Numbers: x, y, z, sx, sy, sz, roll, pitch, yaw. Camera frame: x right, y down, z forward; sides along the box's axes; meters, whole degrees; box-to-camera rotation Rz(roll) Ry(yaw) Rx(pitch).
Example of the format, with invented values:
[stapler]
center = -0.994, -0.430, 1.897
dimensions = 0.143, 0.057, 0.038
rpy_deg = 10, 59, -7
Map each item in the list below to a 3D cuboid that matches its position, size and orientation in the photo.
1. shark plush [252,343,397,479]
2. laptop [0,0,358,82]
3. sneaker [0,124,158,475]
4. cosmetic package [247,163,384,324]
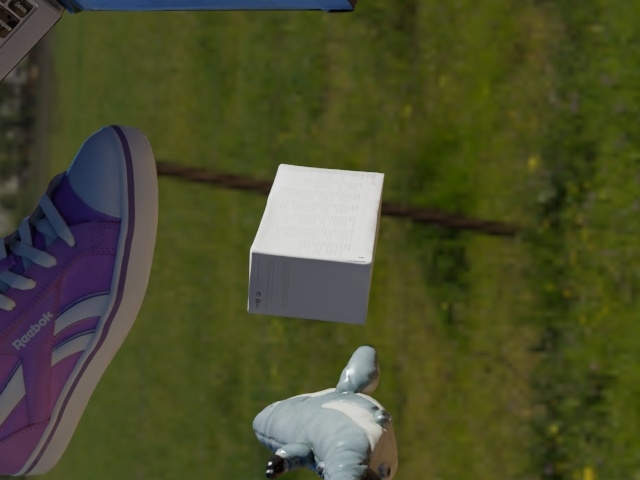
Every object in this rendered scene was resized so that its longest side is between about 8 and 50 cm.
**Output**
[shark plush]
center = 0.004, 0.112, 0.872
dimensions = 0.161, 0.067, 0.073
rpy_deg = -104, 10, -68
[laptop]
center = -0.263, -0.153, 1.153
dimensions = 0.236, 0.408, 0.382
rpy_deg = 46, -176, 37
[sneaker]
center = -0.219, 0.041, 1.211
dimensions = 0.102, 0.161, 0.282
rpy_deg = 49, 120, 52
[cosmetic package]
center = 0.000, 0.000, 1.510
dimensions = 0.239, 0.099, 0.060
rpy_deg = -75, -12, -70
